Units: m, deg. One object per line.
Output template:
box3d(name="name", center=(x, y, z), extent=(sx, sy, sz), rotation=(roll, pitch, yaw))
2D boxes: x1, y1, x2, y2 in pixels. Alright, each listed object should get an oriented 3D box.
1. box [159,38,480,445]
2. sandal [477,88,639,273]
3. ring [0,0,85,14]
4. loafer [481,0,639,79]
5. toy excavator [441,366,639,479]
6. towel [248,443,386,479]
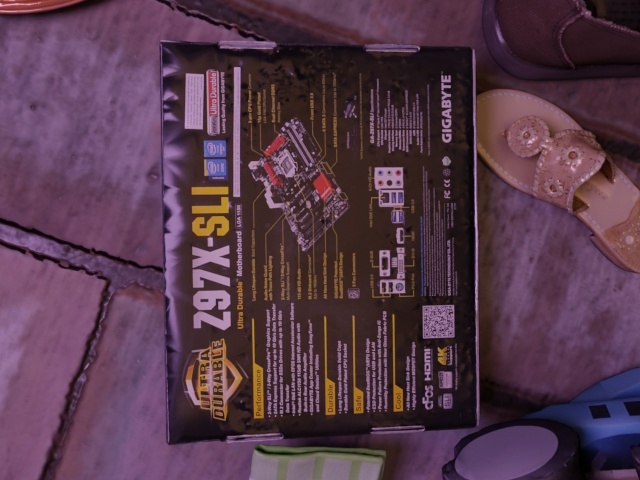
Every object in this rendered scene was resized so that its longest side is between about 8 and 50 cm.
box3d(name="box", center=(0.000, 0.000, 0.541), extent=(0.257, 0.079, 0.322), rotation=(-2, 91, -5))
box3d(name="sandal", center=(0.239, -0.058, 0.568), extent=(0.240, 0.079, 0.088), rotation=(40, 86, -6))
box3d(name="ring", center=(-0.263, -0.351, 0.527), extent=(0.337, 0.032, 0.336), rotation=(0, 91, -8))
box3d(name="loafer", center=(0.334, -0.207, 0.553), extent=(0.366, 0.130, 0.134), rotation=(-11, 92, -7))
box3d(name="toy excavator", center=(0.377, 0.172, 0.530), extent=(0.433, 0.445, 0.222), rotation=(-19, 95, 37))
box3d(name="towel", center=(-0.008, 0.236, 0.537), extent=(0.113, 0.023, 0.152), rotation=(3, 116, -7))
